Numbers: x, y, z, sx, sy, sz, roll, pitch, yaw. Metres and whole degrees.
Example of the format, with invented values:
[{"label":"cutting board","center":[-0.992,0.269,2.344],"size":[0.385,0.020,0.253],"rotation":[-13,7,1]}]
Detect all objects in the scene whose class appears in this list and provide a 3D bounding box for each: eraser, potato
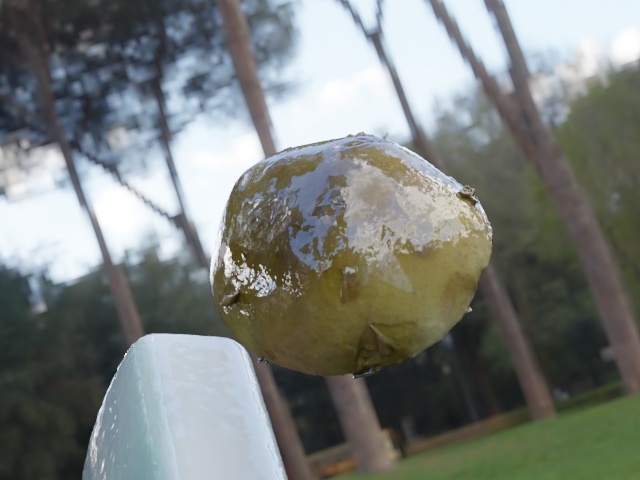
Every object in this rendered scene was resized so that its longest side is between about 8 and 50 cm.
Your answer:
[{"label":"eraser","center":[-0.058,0.189,0.869],"size":[0.104,0.189,0.290],"rotation":[1,24,-11]},{"label":"potato","center":[0.000,0.000,1.684],"size":[0.299,0.239,0.116],"rotation":[17,-15,39]}]
